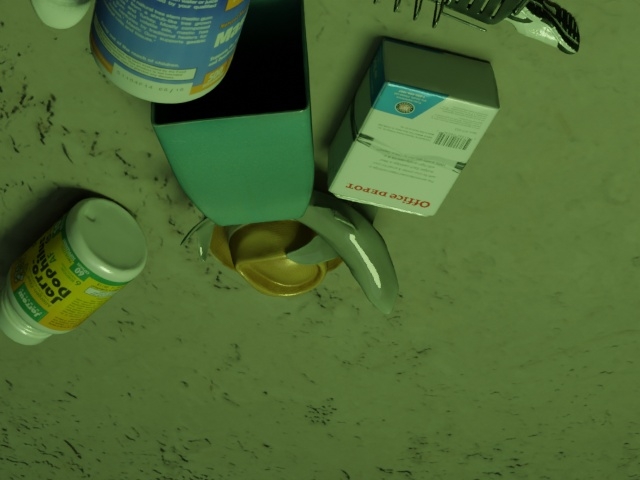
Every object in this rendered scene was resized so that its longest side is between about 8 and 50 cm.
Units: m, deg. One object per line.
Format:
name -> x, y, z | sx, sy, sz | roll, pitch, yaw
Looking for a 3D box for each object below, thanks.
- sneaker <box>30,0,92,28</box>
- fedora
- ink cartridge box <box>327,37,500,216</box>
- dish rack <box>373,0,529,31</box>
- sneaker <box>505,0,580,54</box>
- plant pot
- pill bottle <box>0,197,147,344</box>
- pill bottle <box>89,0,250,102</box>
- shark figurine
sneaker -> -0.255, -0.293, 1.514 | 0.090, 0.094, 0.235 | 8, 140, -14
fedora -> -0.051, 0.016, 1.897 | 0.194, 0.079, 0.194 | -1, 139, -1
ink cartridge box -> 0.103, -0.128, 1.736 | 0.140, 0.082, 0.190 | 12, 138, -16
dish rack -> 0.100, -0.303, 1.503 | 0.272, 0.074, 0.208 | 20, 143, -8
sneaker -> 0.245, -0.240, 1.655 | 0.109, 0.040, 0.044 | 33, 145, -30
plant pot -> -0.086, -0.127, 1.672 | 0.166, 0.165, 0.234 | -5, 145, 3
pill bottle -> -0.322, 0.046, 1.886 | 0.118, 0.117, 0.208 | 28, 131, -31
pill bottle -> -0.135, -0.269, 1.450 | 0.152, 0.152, 0.272 | 8, 148, -12
shark figurine -> -0.018, -0.023, 1.786 | 0.278, 0.166, 0.116 | 16, -179, -11
